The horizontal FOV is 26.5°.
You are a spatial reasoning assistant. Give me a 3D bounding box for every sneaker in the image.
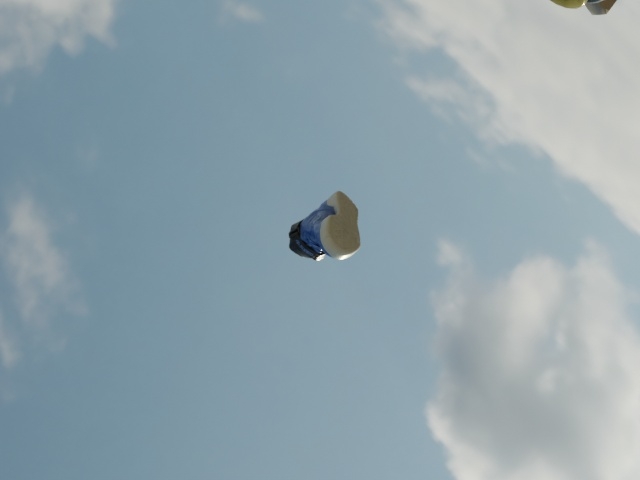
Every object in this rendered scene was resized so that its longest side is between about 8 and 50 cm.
[{"bbox_3d":[0.001,0.001,1.655,0.058,0.084,0.152,43,-160,-17],"label":"sneaker"}]

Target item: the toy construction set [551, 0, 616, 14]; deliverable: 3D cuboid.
[{"bbox_3d":[0.268,-0.233,0.877,0.309,0.237,0.257,17,-102,-36],"label":"toy construction set"}]
